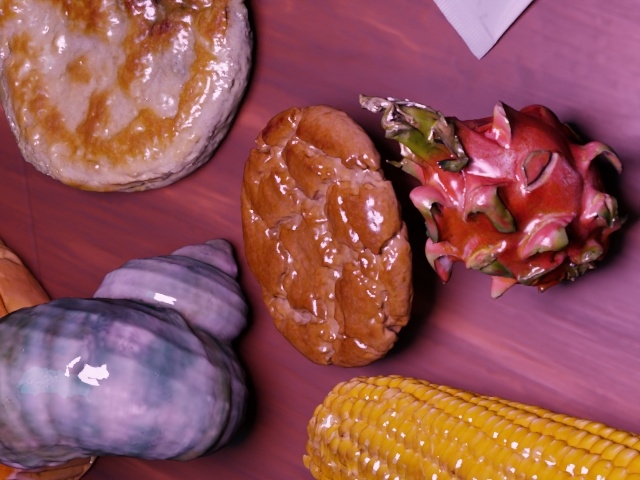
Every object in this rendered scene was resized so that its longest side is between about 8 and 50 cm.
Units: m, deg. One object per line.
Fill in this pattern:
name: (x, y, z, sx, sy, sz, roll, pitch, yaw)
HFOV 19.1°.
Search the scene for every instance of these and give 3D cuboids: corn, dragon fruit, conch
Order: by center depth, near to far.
corn: (0.148, 0.187, 1.404, 0.387, 0.144, 0.144, 14, 99, 50)
dragon fruit: (0.119, -0.044, 1.414, 0.137, 0.236, 0.135, -41, 33, 54)
conch: (-0.159, 0.101, 1.578, 0.220, 0.195, 0.277, 28, 66, 35)

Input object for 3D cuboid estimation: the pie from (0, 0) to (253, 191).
pie: (-0.184, -0.183, 1.668, 0.302, 0.067, 0.302, 0, 89, 30)

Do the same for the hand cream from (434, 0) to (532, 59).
hand cream: (0.197, -0.284, 1.457, 0.320, 0.067, 0.109, -45, 70, 31)

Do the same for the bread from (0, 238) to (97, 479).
bread: (-0.335, 0.113, 1.712, 0.204, 0.156, 0.288, -37, 72, 24)

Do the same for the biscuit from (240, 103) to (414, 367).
biscuit: (0.000, 0.000, 1.524, 0.226, 0.042, 0.226, 28, 125, 49)
